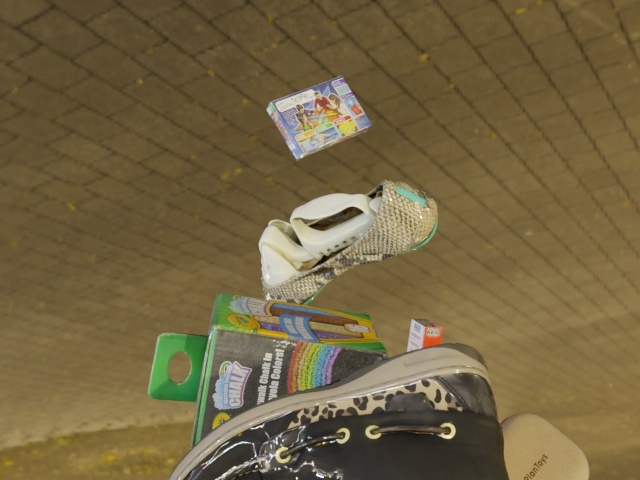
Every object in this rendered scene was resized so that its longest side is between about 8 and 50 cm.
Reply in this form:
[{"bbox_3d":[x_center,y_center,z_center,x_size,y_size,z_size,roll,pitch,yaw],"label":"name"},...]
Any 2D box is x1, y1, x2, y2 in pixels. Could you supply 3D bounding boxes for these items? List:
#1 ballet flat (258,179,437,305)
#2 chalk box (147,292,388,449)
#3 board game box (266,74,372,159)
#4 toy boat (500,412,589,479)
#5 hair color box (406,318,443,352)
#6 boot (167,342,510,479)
[{"bbox_3d":[0.000,0.000,1.724,0.182,0.164,0.483,30,140,-30],"label":"ballet flat"},{"bbox_3d":[-0.077,0.182,1.211,0.289,0.180,0.179,10,-170,-5],"label":"chalk box"},{"bbox_3d":[-0.001,-0.271,1.996,0.201,0.136,0.035,-25,170,-30],"label":"board game box"},{"bbox_3d":[0.279,0.374,1.341,0.231,0.151,0.151,-37,159,-39],"label":"toy boat"},{"bbox_3d":[0.207,0.236,1.857,0.043,0.141,0.072,4,-171,-19],"label":"hair color box"},{"bbox_3d":[0.030,0.290,0.903,0.377,0.284,0.138,-23,138,6],"label":"boot"}]
